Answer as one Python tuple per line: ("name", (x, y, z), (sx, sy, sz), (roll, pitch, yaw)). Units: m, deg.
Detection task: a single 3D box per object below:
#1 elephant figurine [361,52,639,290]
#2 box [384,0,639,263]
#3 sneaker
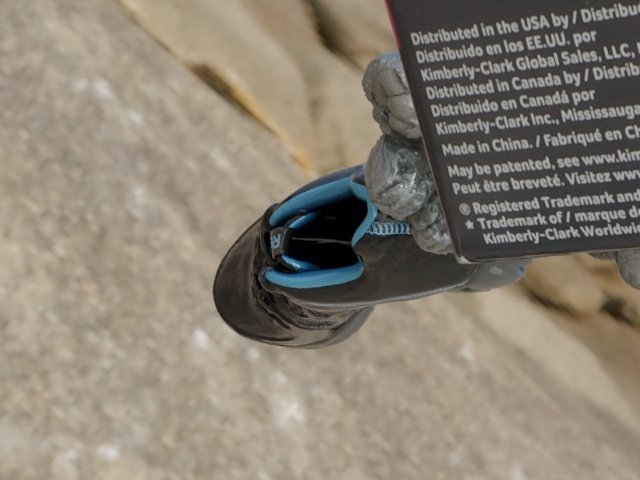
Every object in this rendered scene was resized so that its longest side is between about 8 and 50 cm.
("elephant figurine", (0.153, -0.063, 1.020), (0.169, 0.186, 0.239), (-3, 1, -41))
("box", (0.096, -0.149, 0.484), (0.165, 0.143, 0.270), (-37, 116, -50))
("sneaker", (0.000, 0.000, 1.284), (0.139, 0.341, 0.125), (2, 75, -33))
